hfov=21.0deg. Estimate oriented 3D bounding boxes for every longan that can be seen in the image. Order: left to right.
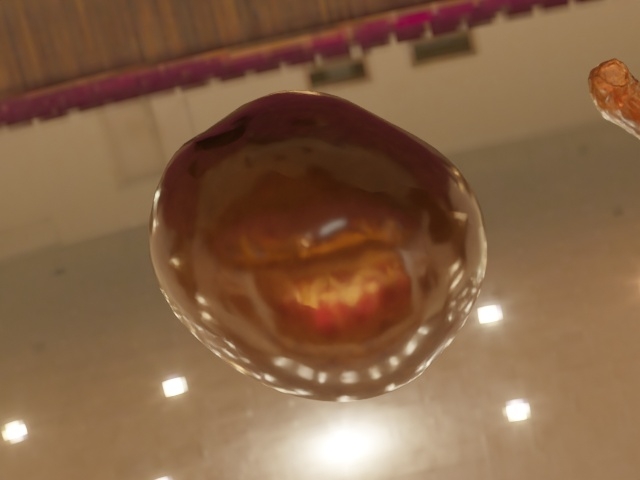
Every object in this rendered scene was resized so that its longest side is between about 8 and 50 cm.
[{"bbox_3d":[0.000,0.000,1.827,0.361,0.361,0.361,-11,-158,4],"label":"longan"}]

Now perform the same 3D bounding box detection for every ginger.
[{"bbox_3d":[0.385,-0.097,1.674,0.295,0.086,0.131,22,-179,-15],"label":"ginger"}]
